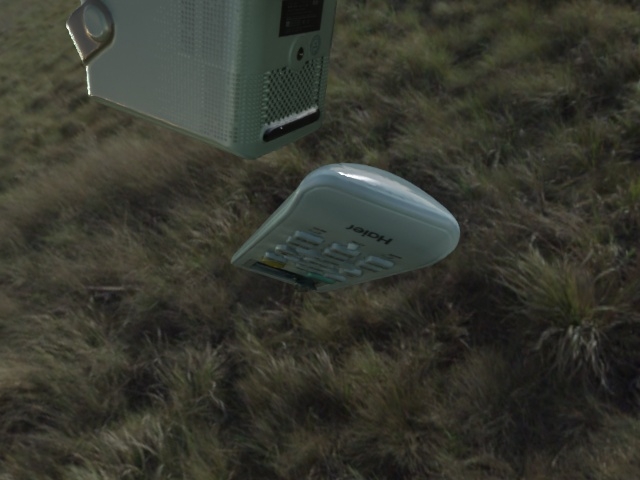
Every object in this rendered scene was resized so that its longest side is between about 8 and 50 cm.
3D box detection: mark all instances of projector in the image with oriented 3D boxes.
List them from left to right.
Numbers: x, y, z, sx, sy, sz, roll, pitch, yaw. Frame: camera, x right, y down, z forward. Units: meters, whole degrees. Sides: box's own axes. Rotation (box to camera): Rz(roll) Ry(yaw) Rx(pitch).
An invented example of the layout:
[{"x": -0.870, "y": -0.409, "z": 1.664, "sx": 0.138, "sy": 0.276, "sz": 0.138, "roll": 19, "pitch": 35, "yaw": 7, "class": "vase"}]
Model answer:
[{"x": -0.114, "y": -0.204, "z": 0.550, "sx": 0.242, "sy": 0.177, "sz": 0.163, "roll": 23, "pitch": 33, "yaw": 26, "class": "projector"}]

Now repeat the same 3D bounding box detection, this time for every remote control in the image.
[{"x": 0.000, "y": 0.001, "z": 0.465, "sx": 0.293, "sy": 0.103, "sz": 0.051, "roll": 146, "pitch": 141, "yaw": -69, "class": "remote control"}]
